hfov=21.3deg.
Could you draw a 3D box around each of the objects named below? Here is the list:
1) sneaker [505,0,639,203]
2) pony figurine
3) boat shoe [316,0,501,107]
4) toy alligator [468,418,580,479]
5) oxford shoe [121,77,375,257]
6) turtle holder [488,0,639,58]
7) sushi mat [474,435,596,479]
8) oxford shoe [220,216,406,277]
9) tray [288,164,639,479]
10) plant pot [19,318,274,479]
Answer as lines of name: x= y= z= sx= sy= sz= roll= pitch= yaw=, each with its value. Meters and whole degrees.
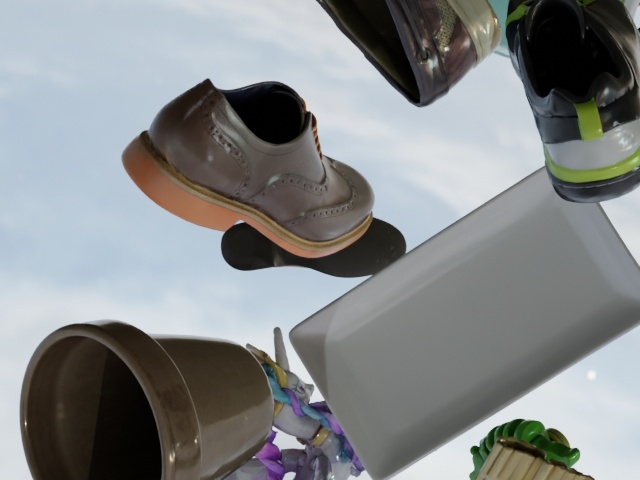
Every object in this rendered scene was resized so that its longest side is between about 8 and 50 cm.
sneaker: x=0.159 y=-0.123 z=1.048 sx=0.084 sy=0.097 sz=0.235 roll=-16 pitch=-142 yaw=7
pony figurine: x=-0.012 y=0.330 z=2.254 sx=0.363 sy=0.351 sz=0.303 roll=29 pitch=166 yaw=-35
boat shoe: x=0.011 y=-0.216 z=1.233 sx=0.092 sy=0.285 sz=0.103 roll=-51 pitch=-164 yaw=-26
toy alligator: x=0.148 y=0.179 z=1.397 sx=0.056 sy=0.051 sz=0.189 roll=-32 pitch=179 yaw=-30
oxford shoe: x=-0.033 y=-0.075 z=1.675 sx=0.130 sy=0.133 sz=0.363 roll=49 pitch=-160 yaw=25
turtle holder: x=0.210 y=-0.289 z=1.447 sx=0.227 sy=0.320 sz=0.243 roll=36 pitch=-129 yaw=22
sushi mat: x=0.110 y=0.253 z=0.988 sx=0.151 sy=0.316 sz=0.019 roll=26 pitch=-148 yaw=2
oxford shoe: x=0.000 y=0.000 z=1.903 sx=0.212 sy=0.076 sz=0.076 roll=3 pitch=-176 yaw=20
tray: x=0.120 y=0.064 z=1.342 sx=0.145 sy=0.270 sz=0.030 roll=59 pitch=-166 yaw=11
plant pot: x=-0.180 y=0.204 z=1.967 sx=0.263 sy=0.263 sz=0.229 roll=26 pitch=-154 yaw=38
